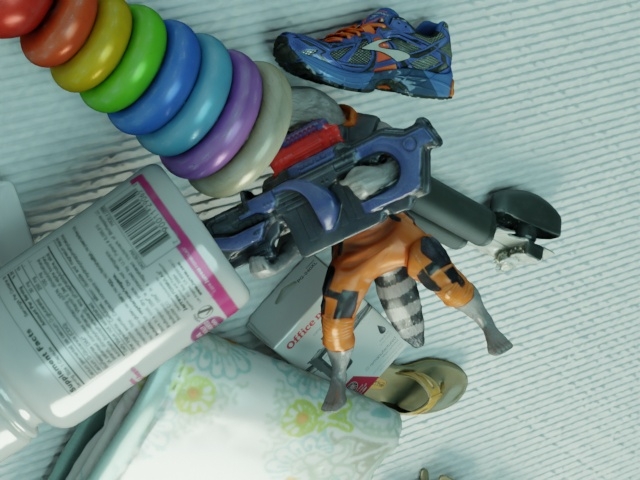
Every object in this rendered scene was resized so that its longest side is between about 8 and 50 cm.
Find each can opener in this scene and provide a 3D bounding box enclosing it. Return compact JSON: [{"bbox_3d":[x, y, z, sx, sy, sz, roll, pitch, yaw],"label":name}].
[{"bbox_3d":[0.161,-0.032,1.717,0.280,0.074,0.093,20,68,-40],"label":"can opener"}]

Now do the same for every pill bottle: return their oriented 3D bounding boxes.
[{"bbox_3d":[-0.221,0.070,1.406,0.283,0.160,0.160,-35,129,-4],"label":"pill bottle"}]

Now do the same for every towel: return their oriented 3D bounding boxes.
[{"bbox_3d":[-0.133,0.283,1.647,0.320,0.090,0.374,24,106,-33],"label":"towel"}]

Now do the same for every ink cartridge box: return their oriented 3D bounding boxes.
[{"bbox_3d":[0.009,0.102,1.682,0.109,0.063,0.150,-48,130,-2],"label":"ink cartridge box"}]

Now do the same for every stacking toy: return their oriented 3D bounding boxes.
[{"bbox_3d":[-0.185,-0.165,1.374,0.330,0.141,0.141,29,97,-36],"label":"stacking toy"}]

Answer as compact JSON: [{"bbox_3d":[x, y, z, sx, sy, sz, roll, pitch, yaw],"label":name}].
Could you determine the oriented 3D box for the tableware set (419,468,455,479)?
[{"bbox_3d":[0.168,0.362,1.944,0.194,0.039,0.128,32,102,-36],"label":"tableware set"}]

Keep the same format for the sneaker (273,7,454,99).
[{"bbox_3d":[0.045,-0.195,1.548,0.221,0.083,0.087,1,101,-39],"label":"sneaker"}]

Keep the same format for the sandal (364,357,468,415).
[{"bbox_3d":[0.103,0.175,1.792,0.180,0.049,0.072,11,108,-36],"label":"sandal"}]

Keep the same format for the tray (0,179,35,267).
[{"bbox_3d":[-0.327,0.075,1.471,0.145,0.030,0.270,-26,126,-19],"label":"tray"}]

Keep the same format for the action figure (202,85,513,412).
[{"bbox_3d":[0.000,0.000,1.550,0.341,0.178,0.330,-17,102,20],"label":"action figure"}]
